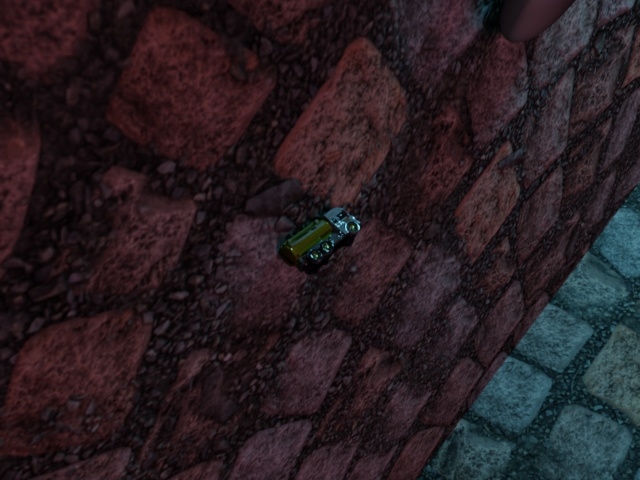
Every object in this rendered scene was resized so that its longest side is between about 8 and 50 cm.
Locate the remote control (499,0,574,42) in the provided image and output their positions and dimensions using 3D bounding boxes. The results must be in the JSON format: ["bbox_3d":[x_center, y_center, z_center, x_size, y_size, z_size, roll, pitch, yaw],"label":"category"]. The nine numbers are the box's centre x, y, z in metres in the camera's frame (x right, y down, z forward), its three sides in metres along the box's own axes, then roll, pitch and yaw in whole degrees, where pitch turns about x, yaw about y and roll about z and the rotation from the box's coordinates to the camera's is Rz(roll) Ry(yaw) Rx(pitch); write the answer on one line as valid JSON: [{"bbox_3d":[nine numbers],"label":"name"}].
[{"bbox_3d":[0.402,-0.455,1.065,0.332,0.103,0.221,-48,173,-12],"label":"remote control"}]

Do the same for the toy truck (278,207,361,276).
[{"bbox_3d":[0.000,0.000,0.990,0.123,0.063,0.052,-37,164,-28],"label":"toy truck"}]
